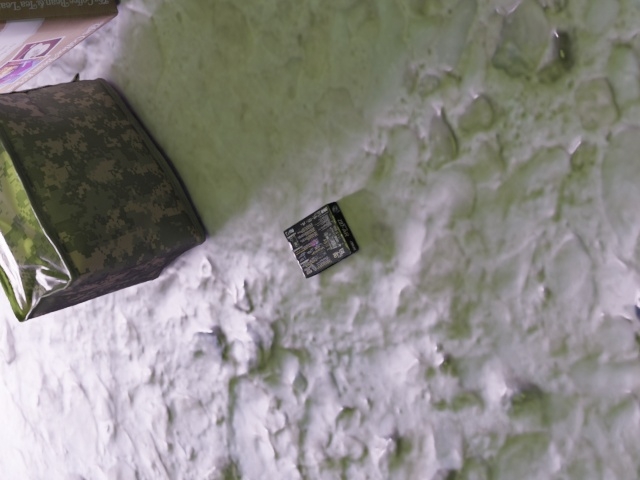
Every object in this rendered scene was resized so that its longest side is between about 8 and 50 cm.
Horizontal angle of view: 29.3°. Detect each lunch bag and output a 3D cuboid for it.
[{"bbox_3d":[-0.329,-0.070,1.587,0.169,0.235,0.287,-33,81,42],"label":"lunch bag"}]

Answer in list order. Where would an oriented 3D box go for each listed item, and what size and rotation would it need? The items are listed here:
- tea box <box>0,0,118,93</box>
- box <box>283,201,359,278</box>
[{"bbox_3d":[-0.496,-0.370,1.648,0.329,0.220,0.323,-26,86,40],"label":"tea box"},{"bbox_3d":[0.000,0.000,1.486,0.083,0.018,0.067,-32,82,39],"label":"box"}]
